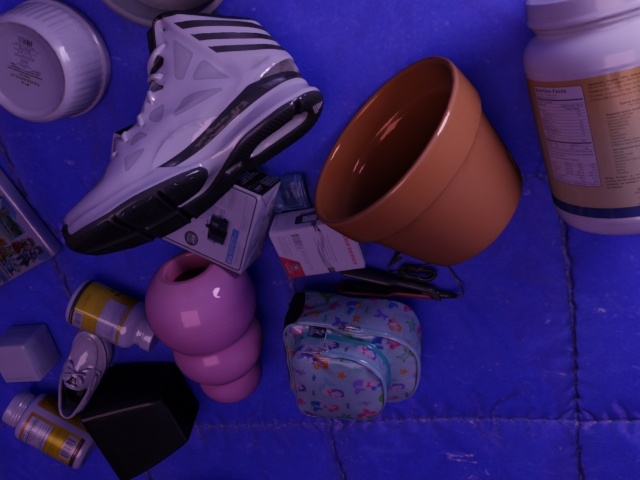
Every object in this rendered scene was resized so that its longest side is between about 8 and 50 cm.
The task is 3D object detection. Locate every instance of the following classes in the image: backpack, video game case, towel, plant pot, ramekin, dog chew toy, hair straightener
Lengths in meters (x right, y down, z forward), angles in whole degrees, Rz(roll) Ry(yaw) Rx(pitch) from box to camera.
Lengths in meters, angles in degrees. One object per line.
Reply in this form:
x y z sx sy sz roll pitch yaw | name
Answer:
0.062 0.213 1.195 0.254 0.191 0.225 0 129 5 | backpack
-0.745 -0.052 1.351 0.300 0.036 0.329 -25 108 25 | video game case
-0.080 -0.083 1.161 0.119 0.029 0.067 -6 114 18 | towel
0.158 -0.094 0.964 0.203 0.291 0.291 35 122 -23 | plant pot
-0.480 -0.301 1.106 0.207 0.109 0.207 7 118 12 | ramekin
-0.204 0.180 1.244 0.207 0.206 0.331 -3 125 17 | dog chew toy
0.146 0.068 1.169 0.230 0.047 0.089 8 119 10 | hair straightener
-0.373 0.375 1.402 0.167 0.187 0.188 -19 111 10 | plant pot

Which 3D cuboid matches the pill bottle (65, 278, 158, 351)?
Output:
-0.421 0.160 1.337 0.184 0.103 0.103 24 121 2 | pill bottle

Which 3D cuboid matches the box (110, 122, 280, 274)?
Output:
-0.233 -0.078 1.150 0.290 0.087 0.169 25 121 10 | box

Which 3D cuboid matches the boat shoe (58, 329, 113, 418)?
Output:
-0.535 0.301 1.453 0.095 0.084 0.258 21 121 4 | boat shoe

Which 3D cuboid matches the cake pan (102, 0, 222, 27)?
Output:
-0.248 -0.477 0.983 0.293 0.054 0.293 6 118 11 | cake pan

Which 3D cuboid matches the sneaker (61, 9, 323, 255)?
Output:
-0.242 -0.182 1.013 0.447 0.169 0.257 -34 76 -1 | sneaker

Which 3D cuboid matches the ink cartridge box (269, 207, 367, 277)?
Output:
0.000 0.000 1.154 0.150 0.063 0.109 -9 126 18 | ink cartridge box

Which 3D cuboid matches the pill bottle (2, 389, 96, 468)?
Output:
-0.636 0.443 1.536 0.215 0.117 0.117 29 121 -1 | pill bottle

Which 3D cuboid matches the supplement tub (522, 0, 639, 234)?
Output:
0.402 -0.191 0.860 0.228 0.228 0.316 -12 113 20 | supplement tub

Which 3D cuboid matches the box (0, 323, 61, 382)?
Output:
-0.668 0.255 1.462 0.101 0.087 0.102 -6 115 18 | box
